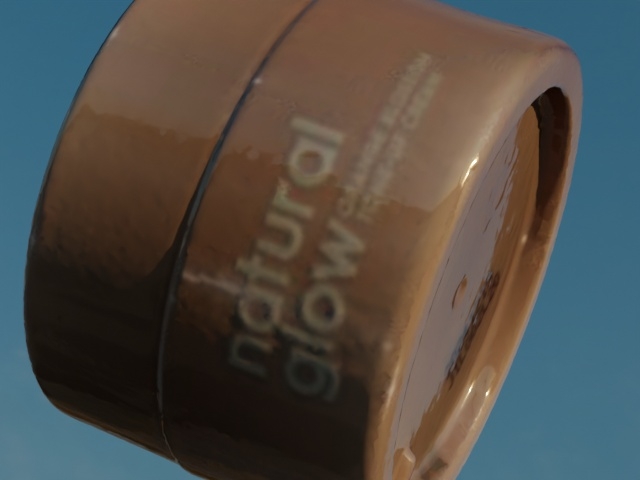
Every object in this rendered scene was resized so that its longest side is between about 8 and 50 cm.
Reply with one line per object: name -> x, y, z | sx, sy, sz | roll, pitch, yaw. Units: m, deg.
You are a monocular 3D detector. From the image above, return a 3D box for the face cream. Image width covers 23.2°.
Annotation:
face cream -> 0.000, 0.000, 0.441 | 0.104, 0.149, 0.149 | 20, -25, 18
